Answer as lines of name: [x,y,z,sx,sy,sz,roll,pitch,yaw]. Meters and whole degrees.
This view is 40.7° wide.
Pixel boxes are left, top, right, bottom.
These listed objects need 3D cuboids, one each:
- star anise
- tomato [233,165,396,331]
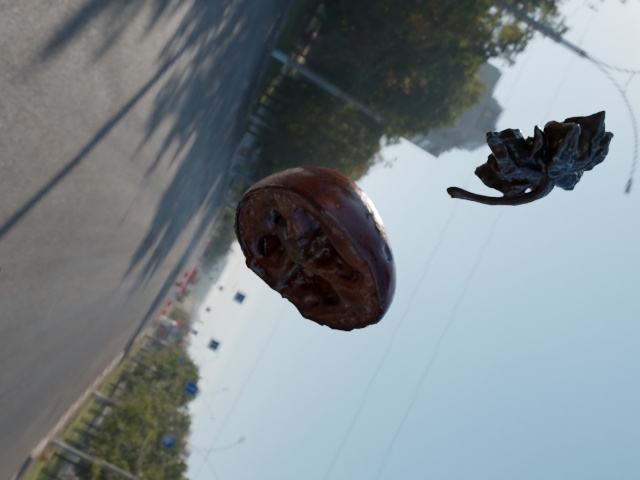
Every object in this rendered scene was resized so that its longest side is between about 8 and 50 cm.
star anise: [0.291,-0.103,1.172,0.231,0.209,0.089,-44,-130,48]
tomato: [0.001,-0.004,1.034,0.101,0.228,0.228,-48,178,-35]
